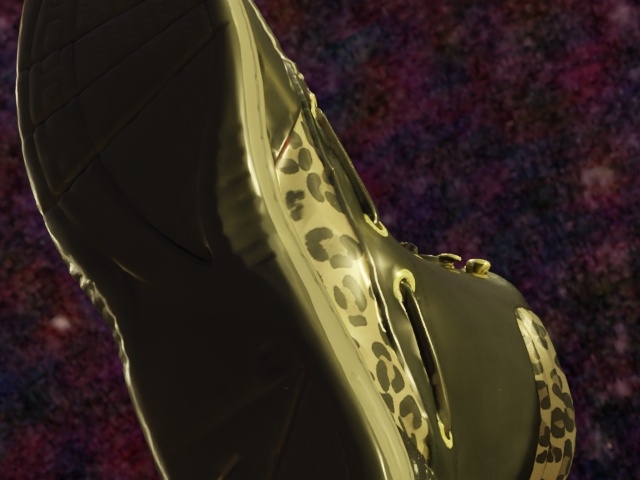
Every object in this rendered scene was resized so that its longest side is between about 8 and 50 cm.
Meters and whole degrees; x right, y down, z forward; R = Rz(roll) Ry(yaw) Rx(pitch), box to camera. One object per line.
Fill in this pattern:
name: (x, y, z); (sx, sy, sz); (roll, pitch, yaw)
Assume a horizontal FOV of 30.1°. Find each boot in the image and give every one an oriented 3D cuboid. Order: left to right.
boot: (-0.001, 0.002, 0.411); (0.085, 0.178, 0.236); (-31, 69, 24)
